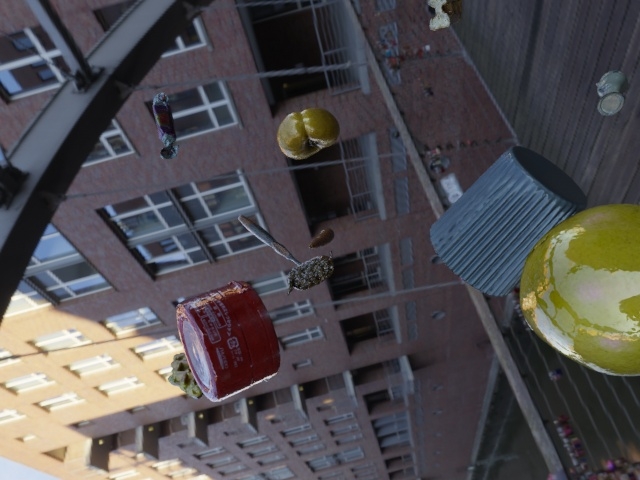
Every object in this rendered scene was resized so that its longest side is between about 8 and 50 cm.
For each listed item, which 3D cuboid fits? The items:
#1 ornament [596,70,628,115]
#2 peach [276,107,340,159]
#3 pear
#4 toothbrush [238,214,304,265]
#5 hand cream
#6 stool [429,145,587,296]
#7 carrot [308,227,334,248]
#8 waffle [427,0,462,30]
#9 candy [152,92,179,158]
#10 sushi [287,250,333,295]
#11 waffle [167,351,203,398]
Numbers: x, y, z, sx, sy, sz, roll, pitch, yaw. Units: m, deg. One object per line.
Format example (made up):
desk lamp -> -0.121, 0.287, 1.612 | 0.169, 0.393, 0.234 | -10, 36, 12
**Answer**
ornament -> 0.791, -0.409, 1.394 | 0.074, 0.081, 0.156 | 92, -158, -48
peach -> -0.034, -0.298, 1.419 | 0.179, 0.179, 0.103 | 70, 178, -72
pear -> 0.478, 0.083, 0.779 | 0.336, 0.285, 0.284 | -150, 42, -68
toothbrush -> -0.113, 0.021, 1.403 | 0.037, 0.028, 0.375 | 38, 177, 40
hand cream -> -0.167, 0.177, 0.910 | 0.193, 0.125, 0.193 | 39, 138, 48
stool -> 0.519, -0.059, 1.416 | 0.330, 0.297, 0.297 | -55, 32, 34
carrot -> 0.000, 0.000, 1.603 | 0.216, 0.048, 0.048 | -38, -66, -69
waffle -> 0.429, -0.912, 1.754 | 0.304, 0.078, 0.348 | -49, -44, -54
candy -> -0.349, -0.262, 1.147 | 0.043, 0.045, 0.174 | 125, 132, -60
sushi -> -0.021, 0.069, 1.055 | 0.055, 0.120, 0.052 | -139, 24, -89
waffle -> -0.275, 0.318, 1.416 | 0.301, 0.282, 0.058 | 4, 121, 44
